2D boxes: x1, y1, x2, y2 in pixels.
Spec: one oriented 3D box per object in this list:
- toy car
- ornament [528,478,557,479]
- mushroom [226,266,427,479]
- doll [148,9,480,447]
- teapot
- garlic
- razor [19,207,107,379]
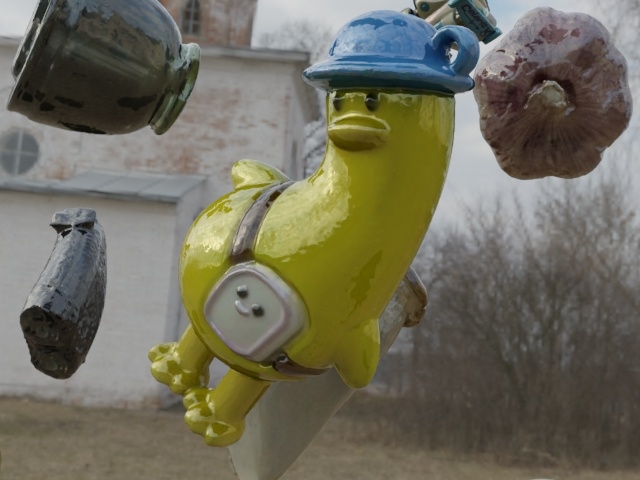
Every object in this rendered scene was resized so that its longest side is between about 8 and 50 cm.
[{"bbox_3d":[0.181,-0.314,1.367,0.161,0.098,0.126,-38,-60,21],"label":"toy car"},{"bbox_3d":[0.125,0.185,0.493,0.074,0.081,0.156,15,-27,26],"label":"ornament"},{"bbox_3d":[0.000,0.156,1.271,0.137,0.154,0.407,-18,19,49],"label":"mushroom"},{"bbox_3d":[0.000,0.000,0.656,0.199,0.363,0.145,49,29,24],"label":"doll"},{"bbox_3d":[-0.311,-0.229,1.295,0.239,0.240,0.321,23,-40,-22],"label":"teapot"},{"bbox_3d":[0.211,-0.130,0.831,0.147,0.159,0.102,14,10,0],"label":"garlic"},{"bbox_3d":[-0.463,0.089,1.697,0.107,0.327,0.189,-2,-51,0],"label":"razor"}]
